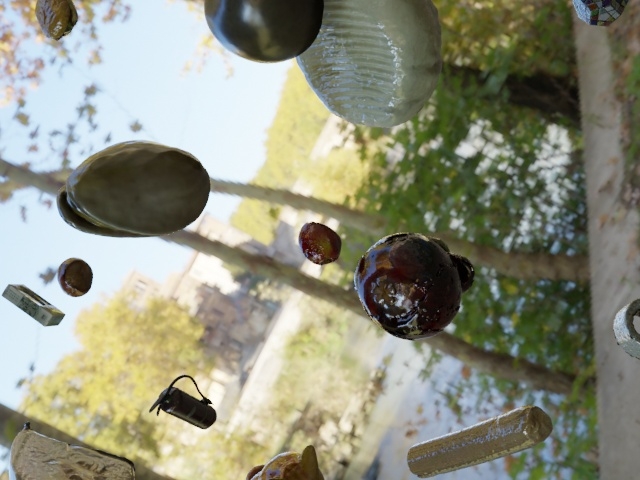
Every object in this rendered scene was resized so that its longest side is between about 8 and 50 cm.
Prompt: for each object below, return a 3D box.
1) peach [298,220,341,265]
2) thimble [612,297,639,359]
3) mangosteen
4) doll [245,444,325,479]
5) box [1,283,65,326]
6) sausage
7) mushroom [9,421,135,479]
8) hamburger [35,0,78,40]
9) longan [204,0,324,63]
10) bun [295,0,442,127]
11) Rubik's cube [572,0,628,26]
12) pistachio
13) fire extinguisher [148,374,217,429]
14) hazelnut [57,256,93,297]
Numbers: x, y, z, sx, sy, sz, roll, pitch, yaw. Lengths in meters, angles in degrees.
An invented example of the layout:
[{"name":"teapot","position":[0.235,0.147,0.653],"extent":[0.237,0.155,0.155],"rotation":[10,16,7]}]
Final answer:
[{"name":"peach","position":[0.000,0.000,1.782],"extent":[0.077,0.083,0.050],"rotation":[-18,-21,-21]},{"name":"thimble","position":[0.614,0.168,1.808],"extent":[0.102,0.115,0.090],"rotation":[-20,-17,-6]},{"name":"mangosteen","position":[0.146,0.061,1.450],"extent":[0.180,0.166,0.166],"rotation":[-30,-25,-45]},{"name":"doll","position":[-0.076,0.549,2.058],"extent":[0.167,0.162,0.269],"rotation":[-47,-1,-34]},{"name":"box","position":[-0.425,0.096,1.422],"extent":[0.024,0.083,0.054],"rotation":[-56,-7,0]},{"name":"sausage","position":[0.236,0.304,1.443],"extent":[0.301,0.065,0.066],"rotation":[-34,24,53]},{"name":"mushroom","position":[-0.470,0.473,1.739],"extent":[0.173,0.236,0.162],"rotation":[-75,3,-68]},{"name":"hamburger","position":[-0.444,-0.380,1.607],"extent":[0.044,0.083,0.076],"rotation":[-11,-28,-50]},{"name":"longan","position":[-0.113,-0.457,1.844],"extent":[0.248,0.248,0.248],"rotation":[-63,0,0]},{"name":"bun","position":[0.110,-0.427,2.031],"extent":[0.219,0.365,0.365],"rotation":[-36,-17,-38]},{"name":"Rubik's cube","position":[0.575,-0.494,1.970],"extent":[0.111,0.111,0.093],"rotation":[118,153,-61]},{"name":"pistachio","position":[-0.335,-0.085,1.757],"extent":[0.288,0.197,0.166],"rotation":[-19,-17,-32]},{"name":"fire extinguisher","position":[-0.216,0.258,1.538],"extent":[0.078,0.045,0.157],"rotation":[-64,-30,-12]},{"name":"hazelnut","position":[-0.527,0.077,2.045],"extent":[0.086,0.086,0.086],"rotation":[-63,0,0]}]
